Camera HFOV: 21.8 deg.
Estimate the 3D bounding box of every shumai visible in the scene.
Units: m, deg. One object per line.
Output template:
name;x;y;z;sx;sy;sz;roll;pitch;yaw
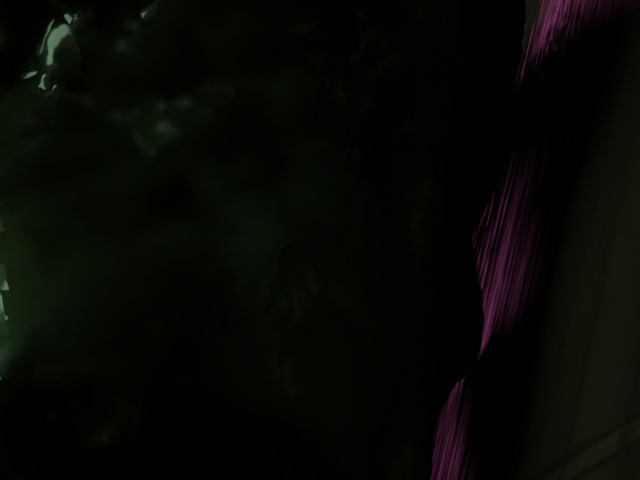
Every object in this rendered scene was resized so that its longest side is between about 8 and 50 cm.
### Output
shumai;-0.075;0.004;0.651;0.397;0.324;0.323;39;-140;-57
